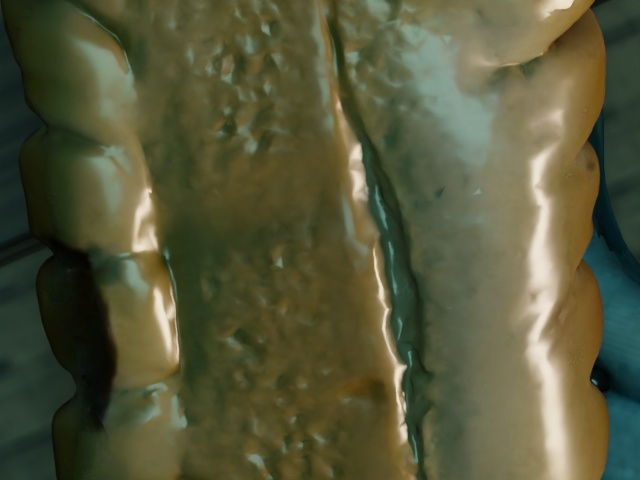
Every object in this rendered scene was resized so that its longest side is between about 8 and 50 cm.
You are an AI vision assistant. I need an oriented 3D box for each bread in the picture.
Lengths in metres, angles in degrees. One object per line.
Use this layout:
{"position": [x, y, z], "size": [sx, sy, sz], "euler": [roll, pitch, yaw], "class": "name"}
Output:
{"position": [0.000, 0.000, 0.444], "size": [0.134, 0.081, 0.225], "euler": [-1, 105, 9], "class": "bread"}

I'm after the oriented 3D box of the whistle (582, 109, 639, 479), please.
{"position": [0.142, 0.034, 0.464], "size": [0.186, 0.093, 0.274], "euler": [0, 86, 24], "class": "whistle"}
